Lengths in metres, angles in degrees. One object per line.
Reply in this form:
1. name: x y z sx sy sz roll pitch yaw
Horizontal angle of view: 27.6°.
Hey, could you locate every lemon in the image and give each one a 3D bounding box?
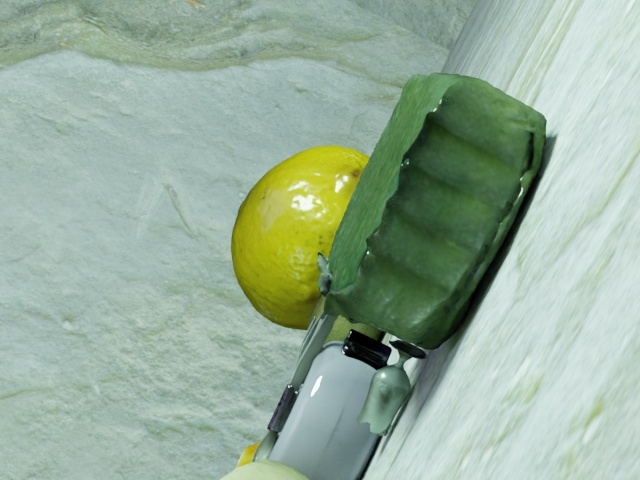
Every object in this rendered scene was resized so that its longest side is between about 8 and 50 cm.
1. lemon: 0.001 -0.001 1.843 0.284 0.260 0.260 -42 12 30

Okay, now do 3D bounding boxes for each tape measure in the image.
1. tape measure: 0.001 0.175 1.268 0.196 0.105 0.178 -63 1 -23

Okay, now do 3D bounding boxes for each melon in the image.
1. melon: 0.043 0.087 1.660 0.162 0.099 0.099 -63 1 15

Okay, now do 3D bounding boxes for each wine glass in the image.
1. wine glass: 0.062 0.130 1.149 0.042 0.039 0.083 -79 11 -79

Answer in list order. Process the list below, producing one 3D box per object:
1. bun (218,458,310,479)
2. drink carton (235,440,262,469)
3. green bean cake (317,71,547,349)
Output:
1. bun: -0.059 0.297 1.097 0.222 0.127 0.222 -38 -35 -33
2. drink carton: -0.066 0.311 1.435 0.096 0.071 0.223 -28 21 32
3. green bean cake: 0.090 -0.026 1.088 0.222 0.125 0.227 -62 3 5
